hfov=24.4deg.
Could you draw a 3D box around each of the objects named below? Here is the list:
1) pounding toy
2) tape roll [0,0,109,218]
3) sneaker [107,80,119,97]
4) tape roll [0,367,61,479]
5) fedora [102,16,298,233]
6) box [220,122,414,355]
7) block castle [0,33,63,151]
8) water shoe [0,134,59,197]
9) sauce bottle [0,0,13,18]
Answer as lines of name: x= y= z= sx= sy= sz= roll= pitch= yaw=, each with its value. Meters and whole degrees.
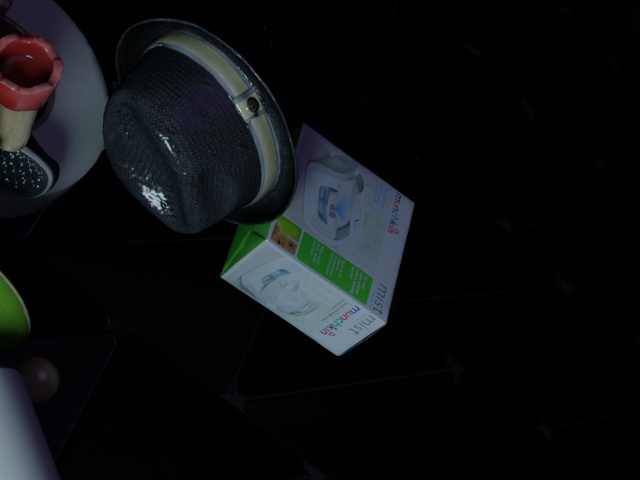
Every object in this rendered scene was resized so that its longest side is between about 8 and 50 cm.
pounding toy: x=-0.421 y=0.107 z=1.676 sx=0.110 sy=0.183 sz=0.237 roll=-52 pitch=129 yaw=-35
tape roll: x=-0.462 y=-0.212 z=1.977 sx=0.392 sy=0.072 sz=0.392 roll=24 pitch=48 yaw=-30
sneaker: x=-0.240 y=-0.214 z=2.201 sx=0.170 sy=0.051 sz=0.089 roll=-29 pitch=89 yaw=-46
tape roll: x=-0.406 y=0.260 z=1.571 sx=0.246 sy=0.246 sz=0.169 roll=-10 pitch=71 yaw=-46
fedora: x=-0.192 y=-0.131 z=2.014 sx=0.334 sy=0.334 sz=0.152 roll=50 pitch=53 yaw=-5
box: x=0.000 y=0.000 z=2.227 sx=0.231 sy=0.127 sz=0.262 roll=35 pitch=43 yaw=-18
block castle: x=-0.546 y=-0.180 z=1.650 sx=0.453 sy=0.213 sz=0.303 roll=-29 pitch=74 yaw=-31
water shoe: x=-0.418 y=-0.133 z=1.873 sx=0.203 sy=0.073 sz=0.080 roll=47 pitch=13 yaw=-6
sauce bottle: x=-0.472 y=-0.345 z=1.972 sx=0.128 sy=0.042 sz=0.042 roll=36 pitch=44 yaw=-22
